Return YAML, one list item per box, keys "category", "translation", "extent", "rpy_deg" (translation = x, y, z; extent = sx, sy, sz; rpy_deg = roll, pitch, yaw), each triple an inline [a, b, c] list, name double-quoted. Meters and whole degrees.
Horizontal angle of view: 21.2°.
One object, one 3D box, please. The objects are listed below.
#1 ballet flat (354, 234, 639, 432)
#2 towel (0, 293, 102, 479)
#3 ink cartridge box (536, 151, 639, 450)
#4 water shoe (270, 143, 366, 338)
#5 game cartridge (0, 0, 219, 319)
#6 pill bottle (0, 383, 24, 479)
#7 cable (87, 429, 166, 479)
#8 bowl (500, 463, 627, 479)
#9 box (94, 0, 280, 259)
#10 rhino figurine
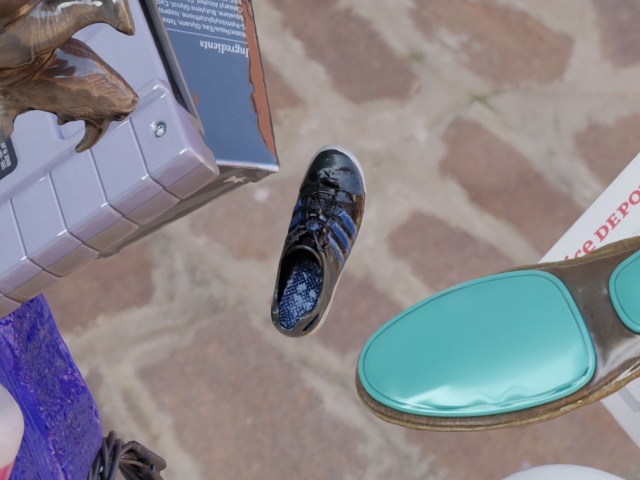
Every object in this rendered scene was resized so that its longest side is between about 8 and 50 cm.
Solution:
- category: "ballet flat"
  translation: [0.196, 0.059, 1.187]
  extent: [0.342, 0.124, 0.116]
  rpy_deg: [-25, 63, 10]
- category: "towel"
  translation: [-0.260, 0.156, 1.359]
  extent: [0.228, 0.076, 0.308]
  rpy_deg: [64, 17, -19]
- category: "ink cartridge box"
  translation: [0.344, 0.081, 1.580]
  extent: [0.117, 0.207, 0.283]
  rpy_deg: [6, 41, -53]
- category: "water shoe"
  translation: [0.000, 0.000, 1.722]
  extent: [0.072, 0.080, 0.203]
  rpy_deg: [12, 85, 7]
- category: "game cartridge"
  translation: [-0.228, -0.134, 1.305]
  extent: [0.068, 0.230, 0.355]
  rpy_deg: [43, 21, -55]
- category: "pill bottle"
  translation: [-0.238, 0.172, 0.680]
  extent: [0.160, 0.283, 0.160]
  rpy_deg: [21, 6, -2]
- category: "cable"
  translation: [-0.198, 0.260, 1.622]
  extent: [0.047, 0.184, 0.151]
  rpy_deg: [11, 75, 16]
- category: "bowl"
  translation: [0.095, 0.269, 0.852]
  extent: [0.134, 0.298, 0.298]
  rpy_deg: [-6, 59, -33]
- category: "box"
  translation: [-0.236, -0.211, 1.663]
  extent: [0.212, 0.293, 0.396]
  rpy_deg: [4, 70, -43]
- category: "rhino figurine"
  translation: [-0.148, -0.122, 0.834]
  extent: [0.106, 0.243, 0.073]
  rpy_deg: [-11, 54, 2]
